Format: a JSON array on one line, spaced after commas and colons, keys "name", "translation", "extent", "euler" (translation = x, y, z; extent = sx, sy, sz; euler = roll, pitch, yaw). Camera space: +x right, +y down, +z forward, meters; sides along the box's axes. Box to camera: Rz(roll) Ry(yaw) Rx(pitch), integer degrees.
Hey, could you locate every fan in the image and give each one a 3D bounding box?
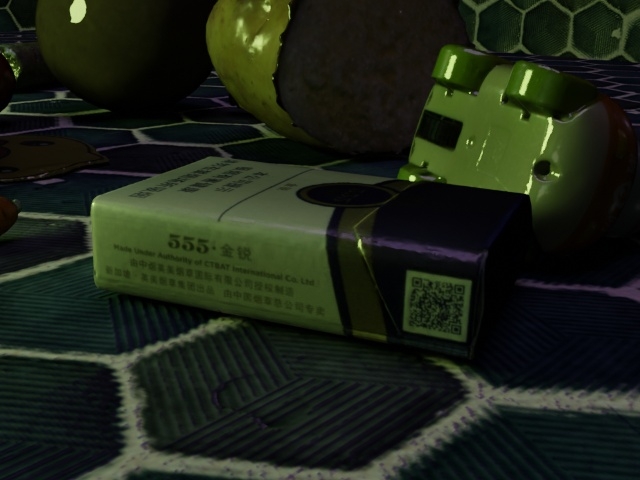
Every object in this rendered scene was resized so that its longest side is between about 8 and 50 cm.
[{"name": "fan", "translation": [-0.405, -0.095, 0.918], "extent": [0.335, 0.011, 0.229], "euler": [0, 19, -1]}]

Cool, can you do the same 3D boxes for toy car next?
[{"name": "toy car", "translation": [0.200, -0.062, 0.698], "extent": [0.235, 0.145, 0.235], "euler": [17, 12, -4]}]

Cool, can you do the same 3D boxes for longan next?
[{"name": "longan", "translation": [-0.286, -0.330, 1.257], "extent": [0.297, 0.297, 0.297], "euler": [1, 17, 0]}]

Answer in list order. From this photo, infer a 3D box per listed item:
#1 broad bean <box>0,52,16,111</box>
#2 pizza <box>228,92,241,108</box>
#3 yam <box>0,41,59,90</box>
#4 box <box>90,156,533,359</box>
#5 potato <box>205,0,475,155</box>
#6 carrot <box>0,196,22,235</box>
[{"name": "broad bean", "translation": [-0.514, -0.203, 1.082], "extent": [0.156, 0.122, 0.228], "euler": [34, 34, 14]}, {"name": "pizza", "translation": [-0.044, -0.260, 1.278], "extent": [0.188, 0.080, 0.204], "euler": [23, -33, -36]}, {"name": "yam", "translation": [-0.535, -0.333, 1.548], "extent": [0.093, 0.093, 0.259], "euler": [6, 18, 14]}, {"name": "box", "translation": [0.000, 0.000, 0.552], "extent": [0.259, 0.071, 0.168], "euler": [7, 18, 21]}, {"name": "potato", "translation": [0.002, -0.239, 1.059], "extent": [0.301, 0.289, 0.237], "euler": [-56, 27, -17]}, {"name": "carrot", "translation": [-0.283, -0.004, 0.613], "extent": [0.035, 0.035, 0.142], "euler": [14, 29, 35]}]
